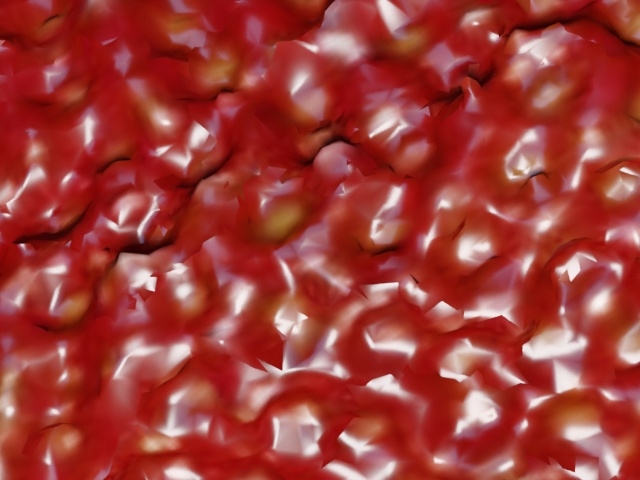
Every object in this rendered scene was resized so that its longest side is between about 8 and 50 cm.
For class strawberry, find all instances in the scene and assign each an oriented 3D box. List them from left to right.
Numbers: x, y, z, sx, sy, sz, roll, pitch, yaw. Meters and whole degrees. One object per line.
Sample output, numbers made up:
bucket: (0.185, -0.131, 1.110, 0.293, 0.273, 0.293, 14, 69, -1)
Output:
strawberry: (0.000, 0.000, 0.558, 0.351, 0.267, 0.312, -29, 36, 30)
